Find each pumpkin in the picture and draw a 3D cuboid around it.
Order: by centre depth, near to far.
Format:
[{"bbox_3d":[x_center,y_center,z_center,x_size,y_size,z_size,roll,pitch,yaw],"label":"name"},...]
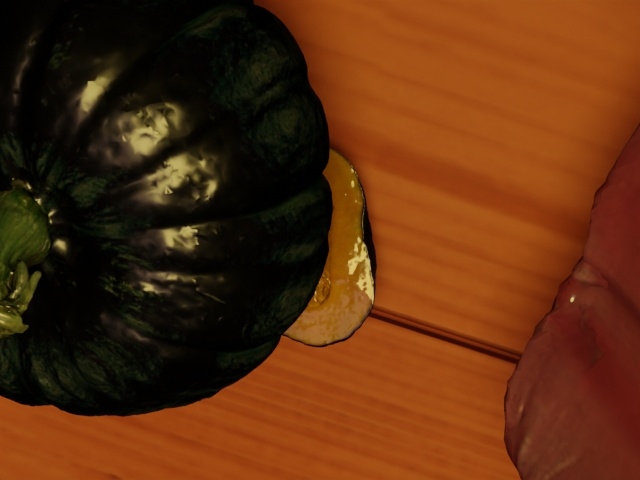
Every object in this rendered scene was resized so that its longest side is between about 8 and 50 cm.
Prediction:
[{"bbox_3d":[-0.087,-0.025,0.749,0.194,0.150,0.194,-6,80,34],"label":"pumpkin"},{"bbox_3d":[-0.001,0.000,0.803,0.050,0.028,0.083,2,102,13],"label":"pumpkin"}]

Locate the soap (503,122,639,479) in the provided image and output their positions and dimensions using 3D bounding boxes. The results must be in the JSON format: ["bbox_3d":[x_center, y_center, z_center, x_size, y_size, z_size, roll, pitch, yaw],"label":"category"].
[{"bbox_3d":[0.217,0.087,0.626,0.128,0.359,0.233,13,118,-36],"label":"soap"}]
